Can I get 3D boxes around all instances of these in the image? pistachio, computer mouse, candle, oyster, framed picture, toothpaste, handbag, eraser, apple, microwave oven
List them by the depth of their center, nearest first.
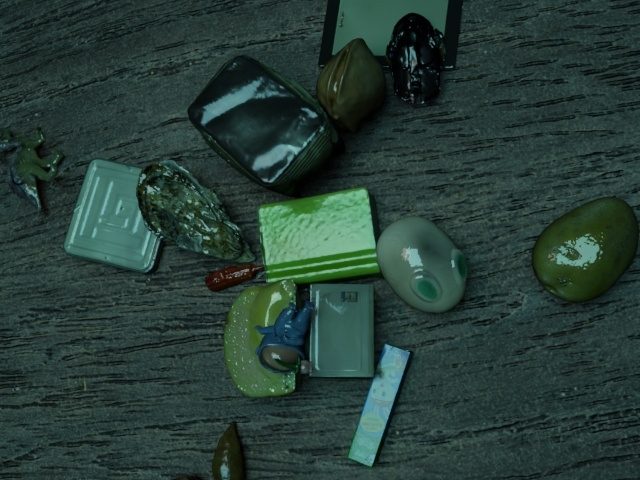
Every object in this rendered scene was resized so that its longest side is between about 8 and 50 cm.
[{"bbox_3d":[0.134,0.362,1.739,0.065,0.050,0.267,18,84,17],"label":"toothpaste"},{"bbox_3d":[0.043,0.204,1.749,0.162,0.129,0.205,2,78,-1],"label":"microwave oven"},{"bbox_3d":[-0.125,0.224,1.810,0.193,0.120,0.265,-3,85,22],"label":"apple"},{"bbox_3d":[0.068,-0.366,1.812,0.162,0.260,0.213,5,88,8],"label":"pistachio"},{"bbox_3d":[0.000,0.000,1.839,0.274,0.092,0.210,-11,76,13],"label":"eraser"},{"bbox_3d":[-0.116,-0.254,1.850,0.340,0.240,0.247,40,89,20],"label":"handbag"},{"bbox_3d":[0.221,-0.437,1.859,0.146,0.077,0.242,-8,76,17],"label":"computer mouse"},{"bbox_3d":[-0.203,0.085,1.902,0.162,0.048,0.053,-17,103,11],"label":"candle"},{"bbox_3d":[-0.305,-0.054,1.908,0.351,0.158,0.162,36,130,6],"label":"oyster"},{"bbox_3d":[0.175,-0.547,1.945,0.346,0.016,0.265,4,80,17],"label":"framed picture"}]

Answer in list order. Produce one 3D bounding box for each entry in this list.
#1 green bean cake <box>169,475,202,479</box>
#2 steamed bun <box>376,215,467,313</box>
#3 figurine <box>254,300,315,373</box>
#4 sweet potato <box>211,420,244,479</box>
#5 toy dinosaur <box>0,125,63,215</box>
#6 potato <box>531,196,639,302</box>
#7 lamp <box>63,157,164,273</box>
[{"bbox_3d":[-0.355,0.639,1.800,0.232,0.097,0.198,-45,70,4],"label":"green bean cake"},{"bbox_3d":[0.228,0.049,1.714,0.177,0.131,0.228,-27,79,-18],"label":"steamed bun"},{"bbox_3d":[-0.070,0.215,1.651,0.144,0.114,0.178,-115,43,-56],"label":"figurine"},{"bbox_3d":[-0.209,0.549,1.788,0.074,0.075,0.270,-8,75,15],"label":"sweet potato"},{"bbox_3d":[-0.786,-0.210,2.132,0.162,0.077,0.294,-38,56,10],"label":"toy dinosaur"},{"bbox_3d":[0.559,0.011,1.634,0.174,0.159,0.251,45,84,-3],"label":"potato"},{"bbox_3d":[-0.512,-0.065,2.028,0.266,0.047,0.269,12,81,15],"label":"lamp"}]
